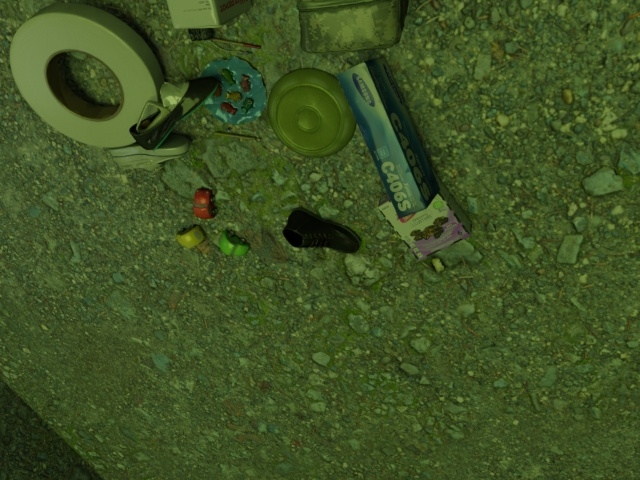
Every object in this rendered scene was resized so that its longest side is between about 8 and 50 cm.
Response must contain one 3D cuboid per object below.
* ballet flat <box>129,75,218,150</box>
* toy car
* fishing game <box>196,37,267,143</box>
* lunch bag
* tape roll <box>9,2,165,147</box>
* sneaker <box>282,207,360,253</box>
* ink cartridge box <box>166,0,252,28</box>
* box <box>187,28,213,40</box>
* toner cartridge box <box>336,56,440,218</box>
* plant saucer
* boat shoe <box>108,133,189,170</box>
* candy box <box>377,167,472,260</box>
[{"bbox_3d":[-0.387,-0.336,1.419,0.280,0.095,0.096,-38,130,21],"label":"ballet flat"},{"bbox_3d":[-0.323,-0.018,1.701,0.225,0.053,0.239,32,126,-4],"label":"toy car"},{"bbox_3d":[-0.232,-0.383,1.439,0.189,0.041,0.264,13,125,7],"label":"fishing game"},{"bbox_3d":[0.057,-0.535,1.086,0.212,0.305,0.256,1,126,14],"label":"lunch bag"},{"bbox_3d":[-0.606,-0.420,1.464,0.391,0.072,0.392,5,134,5],"label":"tape roll"},{"bbox_3d":[0.000,0.000,1.568,0.222,0.118,0.083,24,126,1],"label":"sneaker"},{"bbox_3d":[-0.257,-0.617,1.189,0.117,0.201,0.278,2,123,17],"label":"ink cartridge box"},{"bbox_3d":[-0.301,-0.532,1.359,0.067,0.018,0.083,12,129,38],"label":"box"},{"bbox_3d":[0.165,-0.240,1.284,0.075,0.165,0.348,-20,102,28],"label":"toner cartridge box"},{"bbox_3d":[-0.027,-0.315,1.419,0.240,0.037,0.241,8,124,12],"label":"plant saucer"},{"bbox_3d":[-0.479,-0.241,1.580,0.267,0.096,0.088,-2,126,20],"label":"boat shoe"},{"bbox_3d":[0.274,-0.066,1.464,0.164,0.070,0.196,-30,109,32],"label":"candy box"}]
